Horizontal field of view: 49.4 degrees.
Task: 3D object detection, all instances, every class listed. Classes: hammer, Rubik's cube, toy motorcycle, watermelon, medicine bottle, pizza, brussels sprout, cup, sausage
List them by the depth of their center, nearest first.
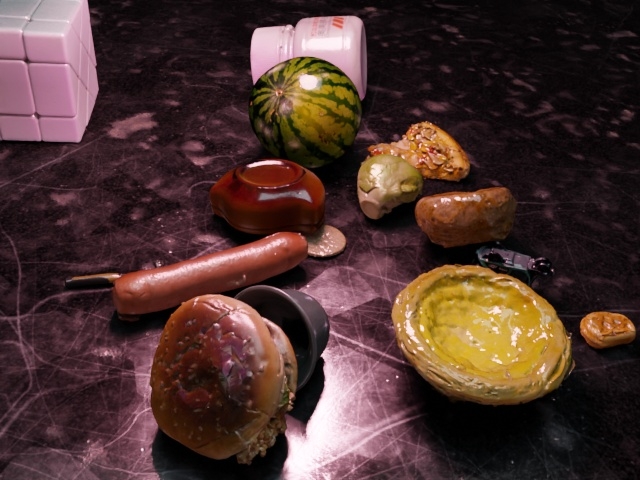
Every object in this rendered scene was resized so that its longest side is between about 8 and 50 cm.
[{"bbox_3d":[-0.055,0.164,1.271,0.199,0.199,0.150,26,22,25],"label":"cup"},{"bbox_3d":[-0.216,0.066,1.430,0.418,0.094,0.094,-16,72,-24],"label":"sausage"},{"bbox_3d":[-0.425,0.080,1.445,0.200,0.021,0.078,-6,39,-12],"label":"hammer"},{"bbox_3d":[0.408,0.062,1.491,0.173,0.100,0.058,14,40,17],"label":"toy motorcycle"},{"bbox_3d":[0.158,-0.136,1.700,0.183,0.131,0.145,-23,67,-32],"label":"brussels sprout"},{"bbox_3d":[-0.037,-0.328,1.799,0.284,0.285,0.285,3,38,-2],"label":"watermelon"},{"bbox_3d":[-0.798,-0.479,1.886,0.315,0.319,0.322,-1,39,-7],"label":"Rubik's cube"},{"bbox_3d":[0.261,-0.260,1.912,0.287,0.074,0.251,8,35,2],"label":"pizza"},{"bbox_3d":[-0.029,-0.535,2.085,0.324,0.256,0.256,1,37,10],"label":"medicine bottle"}]

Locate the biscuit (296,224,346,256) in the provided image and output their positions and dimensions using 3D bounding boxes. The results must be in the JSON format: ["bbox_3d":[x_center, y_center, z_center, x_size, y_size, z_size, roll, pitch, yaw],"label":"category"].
[{"bbox_3d":[0.000,0.000,1.594,0.120,0.015,0.120,3,38,-2],"label":"biscuit"}]

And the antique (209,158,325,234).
[{"bbox_3d":[-0.117,-0.102,1.615,0.278,0.129,0.223,15,39,21],"label":"antique"}]

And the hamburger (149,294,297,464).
[{"bbox_3d":[-0.162,0.230,1.133,0.243,0.146,0.286,-28,69,11],"label":"hamburger"}]

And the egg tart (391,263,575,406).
[{"bbox_3d":[0.291,0.187,1.288,0.345,0.133,0.345,2,39,-2],"label":"egg tart"}]

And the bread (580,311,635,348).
[{"bbox_3d":[0.576,0.178,1.400,0.110,0.044,0.083,-6,35,-16],"label":"bread"}]

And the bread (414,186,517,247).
[{"bbox_3d":[0.330,-0.052,1.565,0.229,0.123,0.230,-6,2,0],"label":"bread"}]
